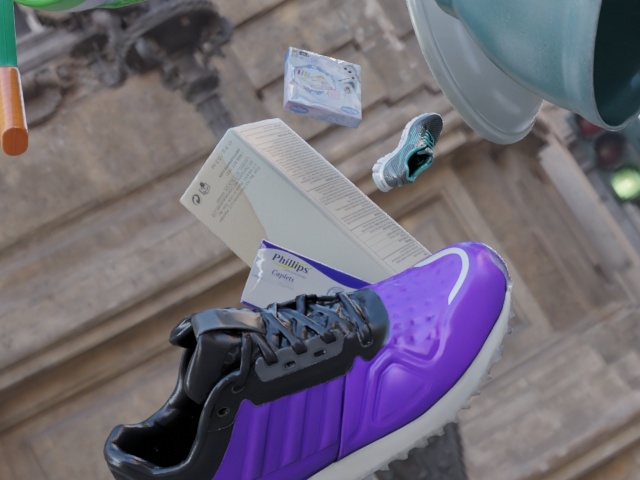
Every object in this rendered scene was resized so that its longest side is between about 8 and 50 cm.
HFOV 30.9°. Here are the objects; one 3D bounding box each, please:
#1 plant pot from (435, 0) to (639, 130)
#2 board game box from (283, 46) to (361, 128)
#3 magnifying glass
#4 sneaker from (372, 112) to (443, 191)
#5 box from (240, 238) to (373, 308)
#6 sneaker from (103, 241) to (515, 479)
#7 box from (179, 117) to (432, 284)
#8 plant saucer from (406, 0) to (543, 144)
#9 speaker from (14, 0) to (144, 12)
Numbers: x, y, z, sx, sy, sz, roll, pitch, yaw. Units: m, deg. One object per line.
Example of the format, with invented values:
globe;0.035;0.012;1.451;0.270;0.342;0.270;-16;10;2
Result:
plant pot;0.221;-0.268;1.055;0.293;0.196;0.293;-41;-38;-42
board game box;0.003;-0.176;1.338;0.090;0.090;0.020;13;-41;-14
magnifying glass;-0.273;-0.153;0.999;0.026;0.231;0.092;-3;-48;-20
sneaker;0.155;-0.138;1.817;0.076;0.065;0.166;1;46;50
box;-0.011;0.058;1.237;0.137;0.126;0.072;50;-119;-84
sneaker;-0.015;0.084;0.737;0.293;0.146;0.102;-40;27;5
box;0.000;0.000;1.402;0.121;0.311;0.148;-52;-13;23
plant saucer;0.278;-0.355;1.838;0.100;0.400;0.400;-17;-4;34
speaker;-0.184;-0.278;1.034;0.131;0.131;0.296;-37;4;23
